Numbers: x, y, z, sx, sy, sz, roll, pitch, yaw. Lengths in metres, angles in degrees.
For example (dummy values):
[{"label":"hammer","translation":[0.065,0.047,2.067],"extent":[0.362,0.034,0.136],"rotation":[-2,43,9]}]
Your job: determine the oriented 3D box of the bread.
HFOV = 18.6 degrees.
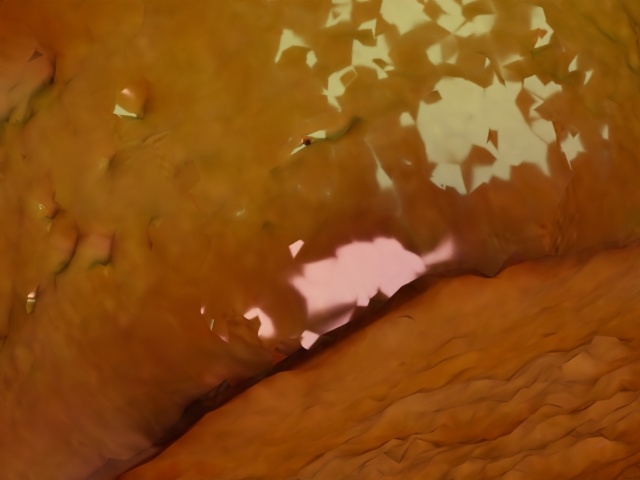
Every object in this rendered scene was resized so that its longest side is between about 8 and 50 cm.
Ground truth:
[{"label":"bread","translation":[0.000,0.000,0.736],"extent":[0.398,0.398,0.215],"rotation":[-2,59,-37]}]
